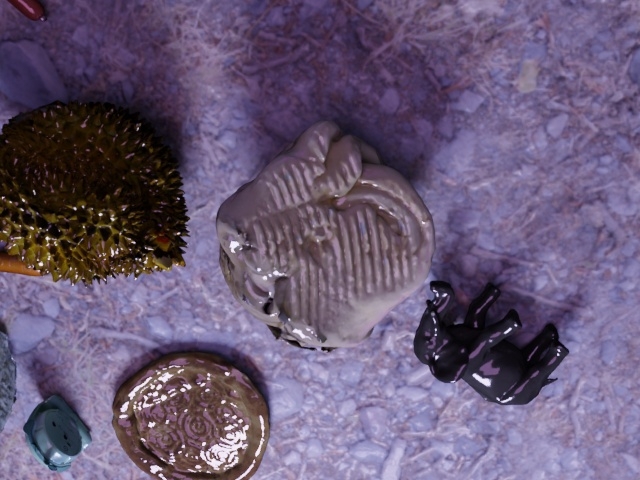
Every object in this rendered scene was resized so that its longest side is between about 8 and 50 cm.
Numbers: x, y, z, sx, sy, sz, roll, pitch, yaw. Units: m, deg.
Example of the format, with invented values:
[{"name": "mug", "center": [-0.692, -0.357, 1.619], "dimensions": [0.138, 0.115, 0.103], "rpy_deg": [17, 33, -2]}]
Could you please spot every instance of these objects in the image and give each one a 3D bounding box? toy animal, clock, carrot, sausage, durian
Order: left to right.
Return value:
[{"name": "sausage", "center": [-0.464, -0.378, 1.606], "dimensions": [0.223, 0.029, 0.029], "rpy_deg": [41, 110, -7]}, {"name": "carrot", "center": [-0.498, 0.028, 1.752], "dimensions": [0.190, 0.037, 0.037], "rpy_deg": [6, 110, 8]}, {"name": "clock", "center": [-0.407, 0.305, 1.784], "dimensions": [0.041, 0.135, 0.101], "rpy_deg": [-32, 103, 17]}, {"name": "durian", "center": [-0.315, -0.059, 1.591], "dimensions": [0.293, 0.258, 0.258], "rpy_deg": [6, 111, -13]}, {"name": "toy animal", "center": [0.232, 0.149, 1.645], "dimensions": [0.245, 0.114, 0.146], "rpy_deg": [38, 110, -6]}]

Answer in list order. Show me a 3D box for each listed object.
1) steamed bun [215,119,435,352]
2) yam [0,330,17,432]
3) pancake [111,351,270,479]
[{"name": "steamed bun", "center": [0.000, 0.000, 1.593], "dimensions": [0.280, 0.207, 0.268], "rpy_deg": [-45, 99, -8]}, {"name": "yam", "center": [-0.635, 0.237, 1.748], "dimensions": [0.348, 0.241, 0.241], "rpy_deg": [-25, 104, 19]}, {"name": "pancake", "center": [-0.194, 0.285, 1.800], "dimensions": [0.250, 0.031, 0.250], "rpy_deg": [2, 109, 6]}]
